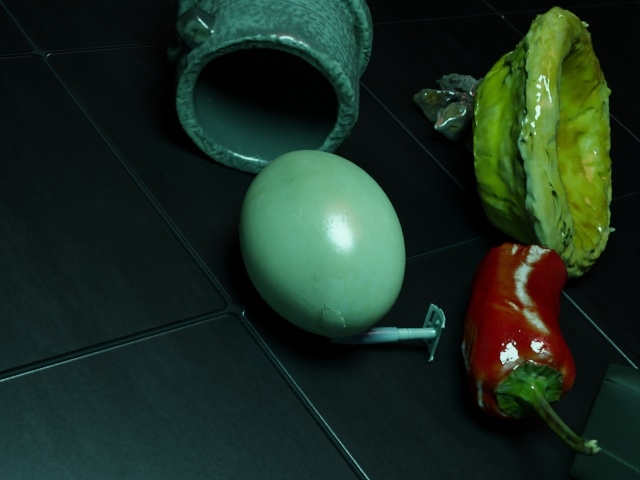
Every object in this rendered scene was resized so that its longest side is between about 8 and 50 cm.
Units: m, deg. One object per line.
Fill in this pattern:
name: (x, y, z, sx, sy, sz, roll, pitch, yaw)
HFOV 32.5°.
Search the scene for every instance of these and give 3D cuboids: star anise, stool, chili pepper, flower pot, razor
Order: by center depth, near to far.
stool: (0.398, 0.239, 1.228, 0.232, 0.141, 0.232, 19, 8, -3)
chili pepper: (0.229, 0.141, 1.294, 0.131, 0.134, 0.338, 24, 35, -8)
razor: (0.077, 0.113, 1.318, 0.135, 0.068, 0.040, 0, 42, -15)
flower pot: (-0.082, -0.265, 1.496, 0.299, 0.299, 0.282, 17, 47, -12)
star anise: (0.242, -0.197, 1.750, 0.197, 0.073, 0.212, -15, 53, -41)

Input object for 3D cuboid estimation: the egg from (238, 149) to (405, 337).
egg: (0.000, 0.000, 1.285, 0.187, 0.186, 0.253, 2, 46, -29)

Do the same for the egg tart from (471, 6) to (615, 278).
egg tart: (0.314, -0.133, 1.562, 0.169, 0.387, 0.388, -4, 30, 24)
